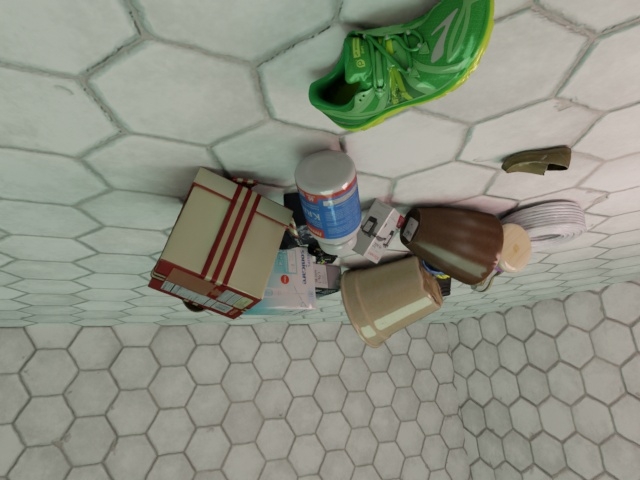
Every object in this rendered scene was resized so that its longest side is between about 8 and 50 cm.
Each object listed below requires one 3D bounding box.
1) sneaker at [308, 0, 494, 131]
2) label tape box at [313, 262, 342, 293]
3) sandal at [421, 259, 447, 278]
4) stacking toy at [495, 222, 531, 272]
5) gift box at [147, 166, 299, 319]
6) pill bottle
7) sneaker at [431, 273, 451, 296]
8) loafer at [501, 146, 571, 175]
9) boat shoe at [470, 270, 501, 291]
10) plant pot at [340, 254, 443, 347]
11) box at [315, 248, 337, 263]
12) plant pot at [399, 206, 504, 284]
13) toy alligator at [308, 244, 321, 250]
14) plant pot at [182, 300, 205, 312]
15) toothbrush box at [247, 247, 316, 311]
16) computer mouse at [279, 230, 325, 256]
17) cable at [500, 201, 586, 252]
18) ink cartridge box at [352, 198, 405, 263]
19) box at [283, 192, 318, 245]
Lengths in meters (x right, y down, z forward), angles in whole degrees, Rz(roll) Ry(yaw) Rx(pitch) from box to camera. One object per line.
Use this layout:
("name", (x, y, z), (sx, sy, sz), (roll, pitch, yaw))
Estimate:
("sneaker", (0.096, -0.236, 0.613), (0.123, 0.110, 0.295), (6, 160, -40))
("label tape box", (-0.114, 0.161, 1.777), (0.333, 0.106, 0.240), (11, 156, -40))
("sandal", (0.487, 0.065, 1.625), (0.138, 0.126, 0.317), (12, 154, -32))
("stacking toy", (0.478, 0.027, 1.415), (0.141, 0.141, 0.330), (4, 176, -25))
("gift box", (-0.212, 0.015, 1.039), (0.276, 0.258, 0.255), (26, 151, -22))
("pill bottle", (0.024, -0.070, 0.965), (0.124, 0.124, 0.222), (-7, 138, 6))
("sneaker", (0.430, 0.184, 1.925), (0.295, 0.147, 0.104), (0, 163, -11))
("loafer", (0.482, -0.170, 1.007), (0.147, 0.050, 0.056), (-10, 161, 16))
("boat shoe", (0.679, 0.138, 1.924), (0.103, 0.113, 0.302), (-3, 151, -2))
("plant pot", (0.294, 0.214, 1.770), (0.305, 0.334, 0.333), (-26, 155, 24))
("box", (0.019, 0.045, 1.543), (0.062, 0.052, 0.083), (0, 160, -12))
("plant pot", (0.348, -0.006, 1.274), (0.230, 0.216, 0.215), (16, 156, -18))
("toy alligator", (0.000, 0.000, 1.411), (0.189, 0.056, 0.051), (-1, -158, -11))
("plant pot", (-0.410, 0.187, 1.714), (0.166, 0.167, 0.165), (-13, 167, 24))
("toothbrush box", (-0.174, 0.132, 1.497), (0.295, 0.217, 0.126), (7, 159, -31))
("computer mouse", (-0.062, 0.004, 1.285), (0.071, 0.041, 0.242), (-23, -159, -33))
("cable", (0.677, -0.037, 1.403), (0.257, 0.089, 0.257), (-14, 160, 27))
("ink cartridge box", (0.150, -0.021, 1.217), (0.063, 0.151, 0.109), (34, -176, 30))
("box", (-0.004, -0.057, 1.163), (0.158, 0.093, 0.156), (-5, 162, 5))
